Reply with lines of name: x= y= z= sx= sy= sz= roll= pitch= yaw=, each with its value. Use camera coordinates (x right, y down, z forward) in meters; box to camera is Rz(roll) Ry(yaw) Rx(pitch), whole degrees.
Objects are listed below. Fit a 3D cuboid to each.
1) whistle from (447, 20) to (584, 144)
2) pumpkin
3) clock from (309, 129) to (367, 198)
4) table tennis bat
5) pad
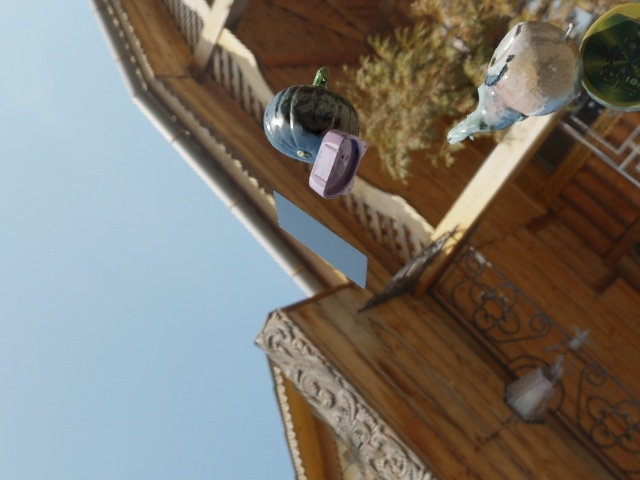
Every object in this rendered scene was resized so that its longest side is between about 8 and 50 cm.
whistle: x=0.379 y=-0.285 z=1.460 sx=0.189 sy=0.348 sz=0.189 roll=16 pitch=-127 yaw=-22
pumpkin: x=-0.012 y=-0.321 z=1.915 sx=0.248 sy=0.248 sz=0.248 roll=19 pitch=-142 yaw=-15
clock: x=0.039 y=-0.172 z=1.685 sx=0.050 sy=0.153 sz=0.110 roll=32 pitch=-159 yaw=32
table tennis bat: x=0.623 y=-0.399 z=1.428 sx=0.198 sy=0.321 sz=0.050 roll=32 pitch=-168 yaw=19
pad: x=0.000 y=0.000 z=1.565 sx=0.243 sy=0.163 sz=0.004 roll=36 pitch=-110 yaw=17
